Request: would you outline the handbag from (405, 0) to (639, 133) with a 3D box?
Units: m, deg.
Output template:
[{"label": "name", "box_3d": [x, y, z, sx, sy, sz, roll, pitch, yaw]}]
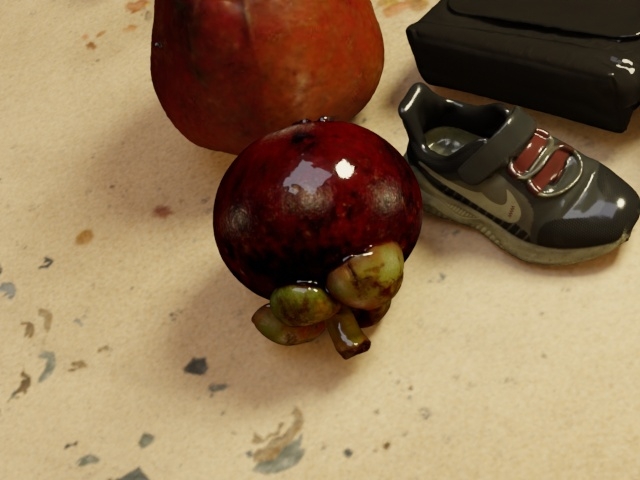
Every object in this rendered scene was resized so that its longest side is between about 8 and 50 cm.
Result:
[{"label": "handbag", "box_3d": [0.227, -0.203, 1.122, 0.247, 0.080, 0.223, 21, 55, 38]}]

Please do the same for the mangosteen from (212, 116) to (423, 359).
[{"label": "mangosteen", "box_3d": [0.000, 0.000, 1.007, 0.200, 0.200, 0.199, -13, 48, 16]}]

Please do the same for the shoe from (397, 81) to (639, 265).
[{"label": "shoe", "box_3d": [0.149, -0.060, 1.011, 0.227, 0.112, 0.099, 21, 63, 39]}]

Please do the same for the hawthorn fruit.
[{"label": "hawthorn fruit", "box_3d": [-0.058, -0.203, 1.131, 0.224, 0.261, 0.224, -9, 52, 11]}]
